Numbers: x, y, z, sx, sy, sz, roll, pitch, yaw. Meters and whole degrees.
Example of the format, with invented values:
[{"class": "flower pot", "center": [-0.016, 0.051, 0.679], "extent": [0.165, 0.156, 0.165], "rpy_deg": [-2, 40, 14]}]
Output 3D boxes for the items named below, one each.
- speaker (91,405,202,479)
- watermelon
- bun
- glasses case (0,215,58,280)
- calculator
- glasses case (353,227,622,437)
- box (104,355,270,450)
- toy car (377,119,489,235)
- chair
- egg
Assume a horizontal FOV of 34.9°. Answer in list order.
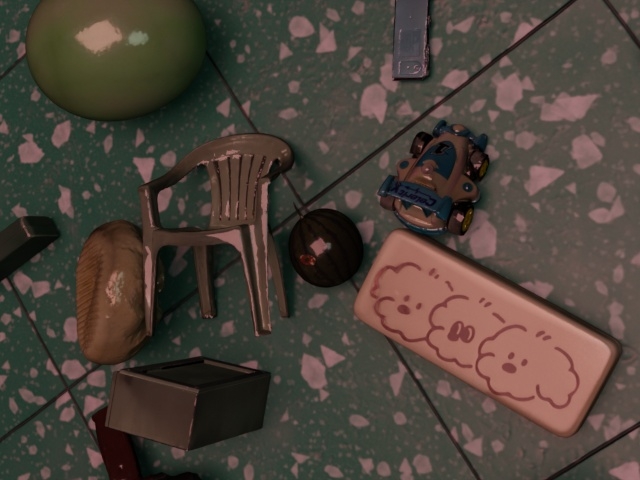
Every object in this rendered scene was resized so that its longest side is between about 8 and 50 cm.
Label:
[{"class": "speaker", "center": [-0.331, 0.418, 1.518], "extent": [0.329, 0.259, 0.198], "rpy_deg": [-26, 122, -8]}, {"class": "watermelon", "center": [0.000, 0.000, 1.411], "extent": [0.105, 0.105, 0.133], "rpy_deg": [-30, 102, 19]}, {"class": "bun", "center": [-0.287, 0.078, 1.509], "extent": [0.222, 0.127, 0.222], "rpy_deg": [-21, 66, 60]}, {"class": "glasses case", "center": [-0.512, 0.025, 1.638], "extent": [0.184, 0.078, 0.039], "rpy_deg": [-34, 79, 18]}, {"class": "calculator", "center": [0.129, -0.307, 1.417], "extent": [0.057, 0.018, 0.172], "rpy_deg": [1, 89, 21]}, {"class": "glasses case", "center": [0.215, 0.115, 1.340], "extent": [0.336, 0.076, 0.144], "rpy_deg": [28, 99, 20]}, {"class": "box", "center": [-0.178, 0.221, 1.418], "extent": [0.129, 0.225, 0.086], "rpy_deg": [11, 93, 22]}, {"class": "toy car", "center": [0.156, -0.092, 1.346], "extent": [0.126, 0.098, 0.161], "rpy_deg": [24, 81, 20]}, {"class": "chair", "center": [-0.137, -0.013, 1.446], "extent": [0.203, 0.190, 0.275], "rpy_deg": [0, 96, 21]}, {"class": "egg", "center": [-0.297, -0.286, 1.482], "extent": [0.269, 0.220, 0.220], "rpy_deg": [-12, 84, 21]}]
